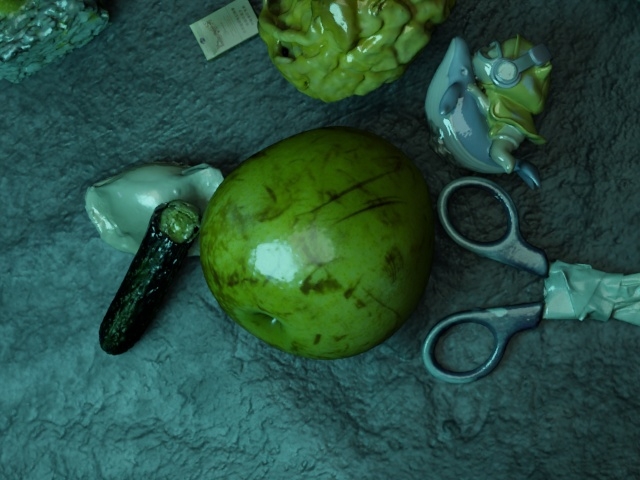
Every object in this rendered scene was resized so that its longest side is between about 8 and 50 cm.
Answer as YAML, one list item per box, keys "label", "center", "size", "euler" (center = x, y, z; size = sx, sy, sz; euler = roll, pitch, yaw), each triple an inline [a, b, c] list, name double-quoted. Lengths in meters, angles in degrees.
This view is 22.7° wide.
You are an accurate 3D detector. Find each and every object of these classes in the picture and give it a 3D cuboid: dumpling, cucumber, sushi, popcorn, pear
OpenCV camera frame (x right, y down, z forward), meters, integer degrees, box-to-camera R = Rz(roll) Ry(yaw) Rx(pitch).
- label: "dumpling"
  center: [-0.200, -0.035, 1.980]
  size: [0.188, 0.108, 0.127]
  euler: [-5, 109, 7]
- label: "cucumber"
  center: [-0.215, 0.060, 1.948]
  size: [0.067, 0.067, 0.245]
  euler: [34, 120, 9]
- label: "sushi"
  center: [-0.388, -0.301, 2.002]
  size: [0.274, 0.139, 0.184]
  euler: [-33, 80, 8]
- label: "popcorn"
  center: [0.049, -0.281, 1.895]
  size: [0.250, 0.250, 0.190]
  euler: [-36, 103, 5]
- label: "pear"
  center: [0.000, 0.000, 1.871]
  size: [0.283, 0.283, 0.283]
  euler: [-1, 86, 8]

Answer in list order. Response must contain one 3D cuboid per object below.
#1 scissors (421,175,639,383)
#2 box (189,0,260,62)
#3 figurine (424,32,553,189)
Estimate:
- label: "scissors"
  center: [0.318, 0.069, 1.922]
  size: [0.383, 0.029, 0.256]
  euler: [8, 97, 5]
- label: "box"
  center: [-0.117, -0.268, 2.017]
  size: [0.083, 0.024, 0.053]
  euler: [-27, 83, 7]
- label: "figurine"
  center: [0.213, -0.154, 1.916]
  size: [0.184, 0.128, 0.208]
  euler: [-33, 91, 2]
